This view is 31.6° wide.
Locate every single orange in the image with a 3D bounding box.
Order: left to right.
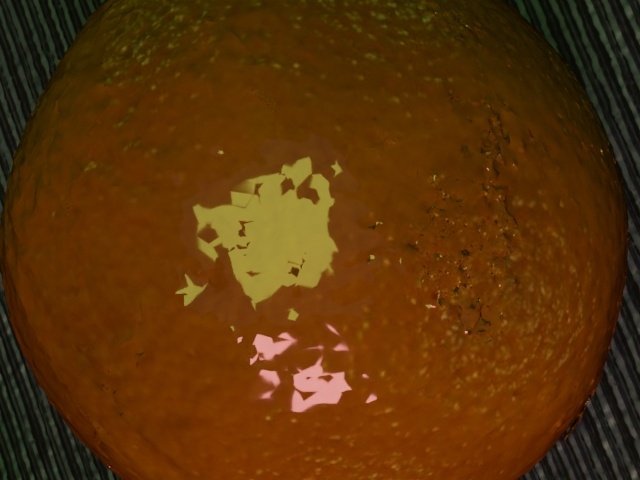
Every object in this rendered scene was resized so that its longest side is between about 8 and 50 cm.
[{"bbox_3d":[0.000,0.000,0.497,0.274,0.274,0.274,0,87,10],"label":"orange"}]
